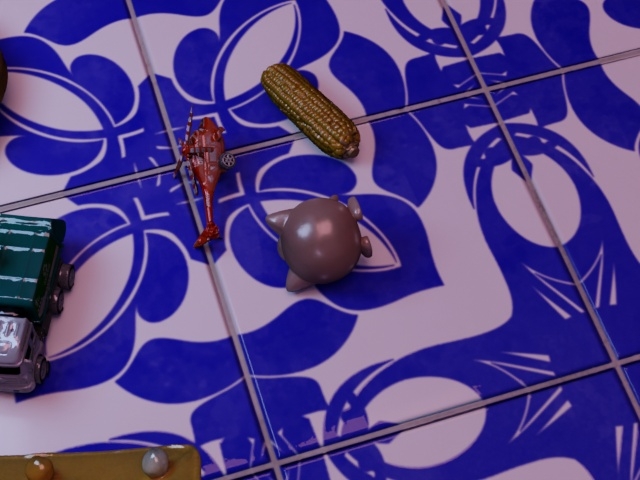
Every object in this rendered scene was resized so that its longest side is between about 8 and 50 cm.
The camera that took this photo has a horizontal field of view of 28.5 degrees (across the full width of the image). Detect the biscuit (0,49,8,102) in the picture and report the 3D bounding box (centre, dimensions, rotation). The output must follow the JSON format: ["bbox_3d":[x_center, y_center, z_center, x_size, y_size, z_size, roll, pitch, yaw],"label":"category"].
[{"bbox_3d":[-0.667,-0.243,1.912,0.381,0.074,0.359,6,48,10],"label":"biscuit"}]

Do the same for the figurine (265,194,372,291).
[{"bbox_3d":[0.000,0.000,1.796,0.138,0.125,0.125,-19,61,2],"label":"figurine"}]

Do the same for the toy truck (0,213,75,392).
[{"bbox_3d":[-0.415,0.075,1.734,0.114,0.124,0.253,5,58,4],"label":"toy truck"}]

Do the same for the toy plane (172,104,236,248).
[{"bbox_3d":[-0.162,-0.092,1.853,0.077,0.126,0.194,3,54,-33],"label":"toy plane"}]

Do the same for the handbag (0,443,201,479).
[{"bbox_3d":[-0.328,0.368,1.500,0.401,0.133,0.283,0,35,-3],"label":"handbag"}]

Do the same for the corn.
[{"bbox_3d":[-0.015,-0.199,1.935,0.068,0.068,0.207,-36,68,-20],"label":"corn"}]
